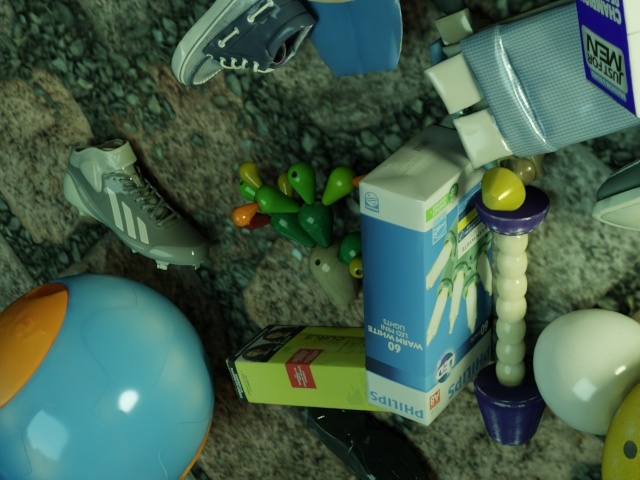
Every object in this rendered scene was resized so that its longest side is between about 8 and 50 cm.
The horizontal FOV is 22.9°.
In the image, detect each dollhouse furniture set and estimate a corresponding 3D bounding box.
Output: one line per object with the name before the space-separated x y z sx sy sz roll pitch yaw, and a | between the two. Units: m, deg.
dollhouse furniture set | 0.172 -0.165 1.301 0.286 0.198 0.303 -12 110 44

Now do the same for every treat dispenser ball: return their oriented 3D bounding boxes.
treat dispenser ball | -0.266 0.182 1.837 0.288 0.288 0.288 21 130 28

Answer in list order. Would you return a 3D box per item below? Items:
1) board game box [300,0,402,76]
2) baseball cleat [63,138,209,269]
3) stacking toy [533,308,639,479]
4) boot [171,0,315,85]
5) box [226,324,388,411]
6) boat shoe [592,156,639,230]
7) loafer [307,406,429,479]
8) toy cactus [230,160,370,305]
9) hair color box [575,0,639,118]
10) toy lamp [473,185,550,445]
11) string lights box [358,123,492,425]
board game box | 0.037 -0.225 1.487 0.169 0.033 0.133 2 110 59
baseball cleat | -0.211 -0.048 1.795 0.206 0.072 0.109 26 125 19
stacking toy | 0.361 0.219 1.375 0.480 0.351 0.350 37 138 37
boot | -0.080 -0.192 1.579 0.086 0.069 0.190 57 138 13
box | 0.012 0.138 1.723 0.232 0.087 0.058 0 117 41
boat shoe | 0.354 -0.080 1.306 0.319 0.116 0.099 -22 59 53
loafer | 0.056 0.240 1.784 0.170 0.062 0.061 43 159 13
toy cactus | 0.000 0.000 1.632 0.219 0.112 0.180 12 138 33
hair color box | 0.272 -0.279 1.138 0.110 0.185 0.338 -126 21 -64
toy lamp | 0.189 0.080 1.543 0.080 0.080 0.274 19 128 30
string lights box | 0.105 0.034 1.538 0.077 0.133 0.259 18 128 30
